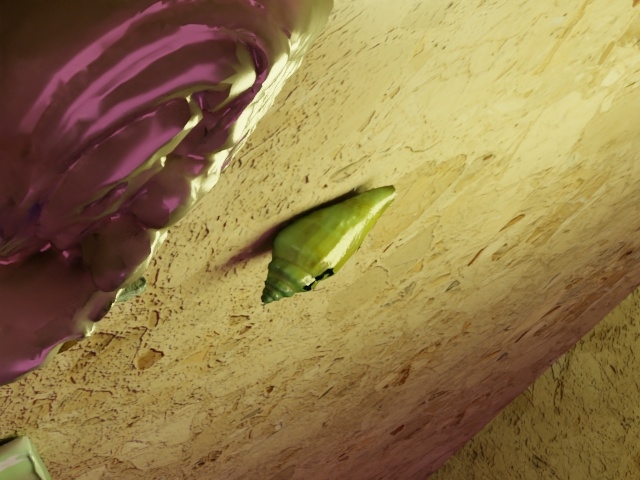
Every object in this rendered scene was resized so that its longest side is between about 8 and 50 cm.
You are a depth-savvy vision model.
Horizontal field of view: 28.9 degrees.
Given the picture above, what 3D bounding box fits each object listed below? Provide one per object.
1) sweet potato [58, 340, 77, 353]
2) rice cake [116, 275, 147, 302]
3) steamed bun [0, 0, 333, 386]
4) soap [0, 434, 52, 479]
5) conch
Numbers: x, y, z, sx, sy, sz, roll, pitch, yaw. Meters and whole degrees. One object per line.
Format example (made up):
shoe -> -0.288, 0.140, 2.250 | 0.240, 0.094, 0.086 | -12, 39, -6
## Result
sweet potato -> -0.246, 0.055, 1.231 | 0.269, 0.075, 0.075 | -43, 157, 23
rice cake -> -0.243, 0.068, 1.339 | 0.121, 0.021, 0.022 | -25, 169, -20
steamed bun -> -0.169, -0.097, 0.739 | 0.339, 0.247, 0.352 | -50, -169, 17
soap -> -0.503, 0.397, 1.600 | 0.347, 0.115, 0.208 | -26, 158, -14
conch -> 0.001, 0.004, 1.477 | 0.200, 0.079, 0.095 | -33, 180, -21
